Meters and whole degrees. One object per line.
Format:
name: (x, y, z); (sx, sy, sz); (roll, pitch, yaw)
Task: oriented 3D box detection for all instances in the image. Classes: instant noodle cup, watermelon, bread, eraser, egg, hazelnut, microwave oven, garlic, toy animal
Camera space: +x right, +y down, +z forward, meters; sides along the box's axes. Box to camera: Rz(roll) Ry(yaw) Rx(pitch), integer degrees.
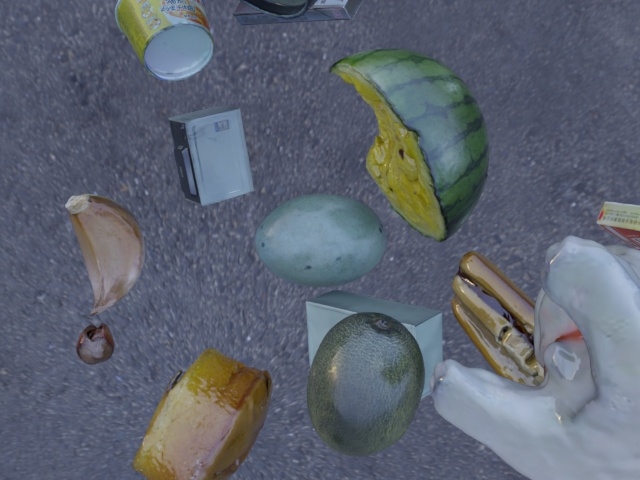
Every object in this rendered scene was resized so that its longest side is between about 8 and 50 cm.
instant noodle cup: (-0.328, -0.449, 1.762); (0.205, 0.205, 0.153); (-17, 58, -10)
watermelon: (0.169, -0.177, 1.323); (0.189, 0.331, 0.331); (-38, 84, -7)
bread: (0.200, 0.099, 0.794); (0.077, 0.116, 0.200); (-47, 69, 15)
eraser: (0.452, 0.013, 0.941); (0.157, 0.230, 0.038); (28, 85, -25)
egg: (0.000, 0.000, 1.479); (0.236, 0.169, 0.169); (3, 76, 0)
hazelnut: (-0.461, 0.210, 1.680); (0.086, 0.086, 0.086); (2, 77, -6)
microwave oven: (-0.260, -0.203, 1.940); (0.163, 0.129, 0.205); (-17, 110, -26)
garlic: (-0.356, 0.019, 1.401); (0.115, 0.128, 0.207); (-9, 94, -5)
toy animal: (0.272, 0.058, 0.507); (0.266, 0.308, 0.188); (43, 32, 20)
bread: (-0.159, 0.260, 1.167); (0.142, 0.270, 0.195); (30, 101, 0)

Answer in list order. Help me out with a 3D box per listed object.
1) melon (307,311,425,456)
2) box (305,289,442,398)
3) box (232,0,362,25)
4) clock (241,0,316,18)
melon: (0.037, 0.122, 0.686); (0.098, 0.098, 0.131); (6, 115, -5)
box: (0.088, 0.170, 1.369); (0.086, 0.225, 0.129); (-19, 111, -48)
box: (-0.030, -0.550, 1.777); (0.325, 0.047, 0.180); (10, 65, 40)
clock: (-0.127, -0.522, 1.428); (0.325, 0.325, 0.067); (36, 76, 2)
